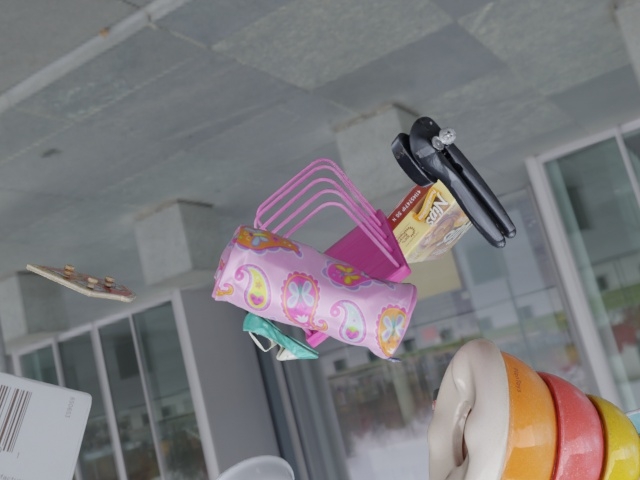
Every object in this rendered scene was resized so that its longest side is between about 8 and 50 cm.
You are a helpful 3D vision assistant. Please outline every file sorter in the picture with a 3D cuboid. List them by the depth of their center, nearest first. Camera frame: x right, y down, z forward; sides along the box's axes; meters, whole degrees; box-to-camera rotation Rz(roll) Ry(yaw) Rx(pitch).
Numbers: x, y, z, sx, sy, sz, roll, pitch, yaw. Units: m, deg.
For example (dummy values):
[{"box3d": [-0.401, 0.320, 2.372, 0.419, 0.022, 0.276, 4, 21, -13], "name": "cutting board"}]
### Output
[{"box3d": [0.000, 0.000, 1.350, 0.202, 0.182, 0.291, -39, -162, 10], "name": "file sorter"}]

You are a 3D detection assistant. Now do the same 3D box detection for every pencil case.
[{"box3d": [-0.007, 0.075, 1.103, 0.284, 0.124, 0.124, 20, 162, -8], "name": "pencil case"}]

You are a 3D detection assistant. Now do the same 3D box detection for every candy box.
[{"box3d": [0.238, -0.047, 1.610, 0.183, 0.087, 0.316, -49, 163, 17], "name": "candy box"}]

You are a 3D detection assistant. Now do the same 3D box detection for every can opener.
[{"box3d": [0.168, -0.071, 0.936, 0.059, 0.186, 0.073, -44, 180, -27], "name": "can opener"}]

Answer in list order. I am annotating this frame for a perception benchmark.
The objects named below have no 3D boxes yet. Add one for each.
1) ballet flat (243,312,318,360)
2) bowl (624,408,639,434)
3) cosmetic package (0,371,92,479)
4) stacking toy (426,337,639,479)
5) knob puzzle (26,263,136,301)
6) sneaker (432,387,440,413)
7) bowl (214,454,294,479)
[{"box3d": [-0.126, 0.304, 2.321, 0.087, 0.247, 0.083, -57, -176, -9], "name": "ballet flat"}, {"box3d": [0.716, 0.510, 1.625, 0.311, 0.312, 0.163, -19, 157, 23], "name": "bowl"}, {"box3d": [-0.599, 0.438, 1.267, 0.329, 0.327, 0.394, 17, 135, -16], "name": "cosmetic package"}, {"box3d": [0.458, 0.388, 1.426, 0.479, 0.351, 0.350, 11, 166, -4], "name": "stacking toy"}, {"box3d": [-0.441, 0.077, 1.528, 0.213, 0.030, 0.213, 18, 180, 0], "name": "knob puzzle"}, {"box3d": [0.353, 0.478, 1.950, 0.090, 0.145, 0.270, -11, 146, 33], "name": "sneaker"}, {"box3d": [-0.168, 0.722, 2.046, 0.297, 0.298, 0.134, -7, -150, -33], "name": "bowl"}]
